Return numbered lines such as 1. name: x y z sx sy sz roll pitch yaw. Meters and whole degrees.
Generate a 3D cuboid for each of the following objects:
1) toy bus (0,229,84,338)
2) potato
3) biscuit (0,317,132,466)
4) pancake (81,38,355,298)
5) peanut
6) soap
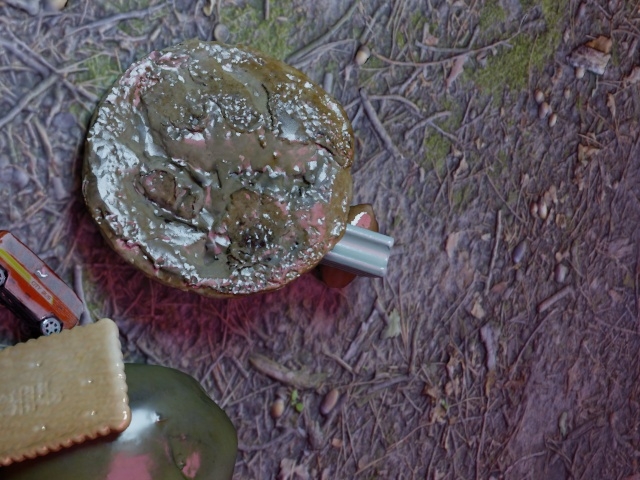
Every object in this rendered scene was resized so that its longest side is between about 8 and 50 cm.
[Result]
1. toy bus: -0.381 0.062 1.148 0.174 0.079 0.077 50 57 -30
2. potato: -0.267 0.293 1.167 0.326 0.221 0.243 -21 104 -26
3. biscuit: -0.359 0.195 1.085 0.249 0.160 0.030 -17 146 -3
4. pancake: -0.137 -0.101 1.233 0.386 0.082 0.387 2 82 -13
5. peanut: 0.047 0.007 1.455 0.076 0.076 0.152 28 85 -35
6. soap: 0.000 0.000 1.348 0.198 0.119 0.067 17 86 -11
